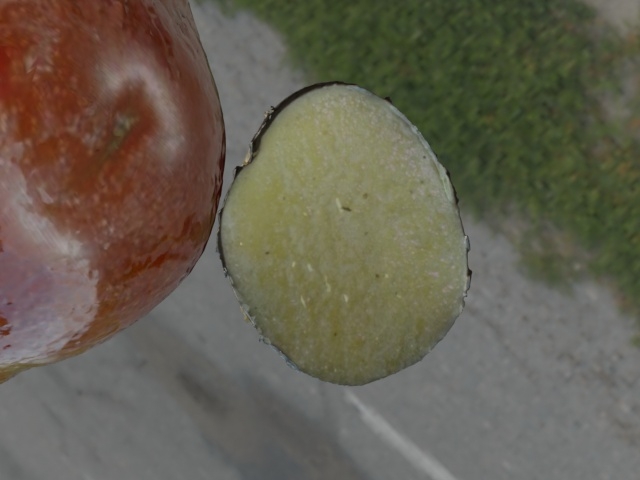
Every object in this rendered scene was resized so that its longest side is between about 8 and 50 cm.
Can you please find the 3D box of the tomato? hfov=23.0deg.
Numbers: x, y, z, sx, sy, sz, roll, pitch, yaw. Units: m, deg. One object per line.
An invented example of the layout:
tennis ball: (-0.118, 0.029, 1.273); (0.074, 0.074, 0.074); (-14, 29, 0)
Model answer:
tomato: (-0.153, -0.054, 0.601); (0.232, 0.232, 0.188); (30, 157, 36)

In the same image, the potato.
potato: (0.000, 0.000, 1.107); (0.202, 0.182, 0.117); (61, 160, -7)
